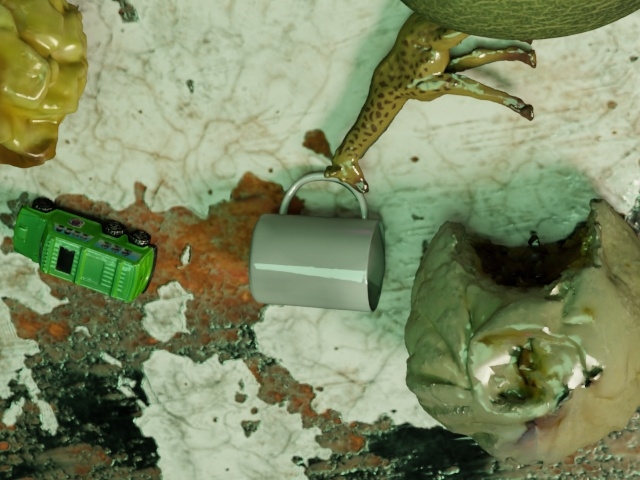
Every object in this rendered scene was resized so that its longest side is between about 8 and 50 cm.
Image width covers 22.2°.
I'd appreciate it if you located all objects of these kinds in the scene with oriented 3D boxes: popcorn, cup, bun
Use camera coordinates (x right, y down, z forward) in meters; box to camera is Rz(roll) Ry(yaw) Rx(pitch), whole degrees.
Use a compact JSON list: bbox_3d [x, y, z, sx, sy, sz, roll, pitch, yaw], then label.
[{"bbox_3d":[-0.380,-0.204,1.652,0.265,0.225,0.332,-33,83,14],"label":"popcorn"},{"bbox_3d":[0.002,0.007,1.732,0.133,0.136,0.099,3,150,13],"label":"cup"},{"bbox_3d":[0.218,0.109,1.654,0.282,0.205,0.281,6,119,11],"label":"bun"}]

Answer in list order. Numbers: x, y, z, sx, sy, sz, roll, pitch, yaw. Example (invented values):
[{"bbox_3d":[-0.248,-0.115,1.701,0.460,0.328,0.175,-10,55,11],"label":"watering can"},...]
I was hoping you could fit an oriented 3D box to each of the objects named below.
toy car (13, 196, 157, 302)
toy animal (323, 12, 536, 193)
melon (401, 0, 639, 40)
[{"bbox_3d":[-0.266,0.012,1.807,0.165,0.062,0.071,20,119,4],"label":"toy car"},{"bbox_3d":[0.102,-0.151,1.639,0.275,0.054,0.149,-25,111,21],"label":"toy animal"},{"bbox_3d":[0.190,-0.297,1.439,0.302,0.237,0.237,-10,113,19],"label":"melon"}]
